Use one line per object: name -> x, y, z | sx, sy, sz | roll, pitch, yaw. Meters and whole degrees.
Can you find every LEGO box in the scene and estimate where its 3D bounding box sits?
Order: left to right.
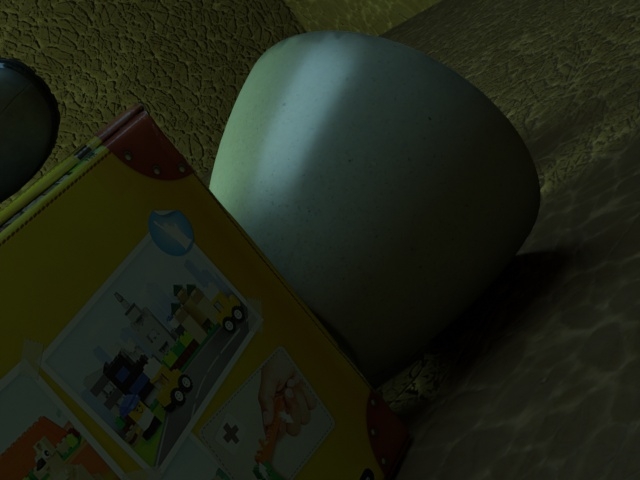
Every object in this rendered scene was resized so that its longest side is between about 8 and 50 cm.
LEGO box -> -0.192, 0.195, 0.681 | 0.193, 0.372, 0.500 | -27, 17, 40

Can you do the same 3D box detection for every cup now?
cup -> 0.016, 0.001, 0.946 | 0.331, 0.331, 0.237 | -19, 34, 54

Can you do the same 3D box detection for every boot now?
boot -> -0.293, -0.014, 0.704 | 0.246, 0.083, 0.161 | -40, 18, 27
